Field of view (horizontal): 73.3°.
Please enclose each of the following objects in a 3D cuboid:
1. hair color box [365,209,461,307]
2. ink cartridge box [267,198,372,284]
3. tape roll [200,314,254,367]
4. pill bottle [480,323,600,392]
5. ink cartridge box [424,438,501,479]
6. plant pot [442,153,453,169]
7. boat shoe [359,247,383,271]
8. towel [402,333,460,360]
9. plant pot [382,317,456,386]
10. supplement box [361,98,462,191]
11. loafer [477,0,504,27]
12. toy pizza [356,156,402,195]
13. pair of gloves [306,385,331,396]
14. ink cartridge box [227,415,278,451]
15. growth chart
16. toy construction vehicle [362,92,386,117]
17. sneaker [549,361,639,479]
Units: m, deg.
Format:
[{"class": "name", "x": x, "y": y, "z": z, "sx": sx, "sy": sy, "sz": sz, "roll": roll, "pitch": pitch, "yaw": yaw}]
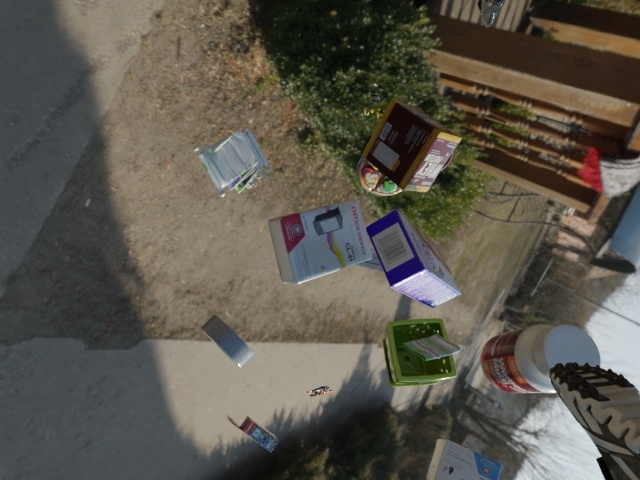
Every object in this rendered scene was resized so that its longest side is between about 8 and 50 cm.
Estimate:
[{"class": "hair color box", "x": 0.269, "y": 0.063, "z": 1.206, "sx": 0.110, "sy": 0.185, "sz": 0.338, "roll": -30, "pitch": 150, "yaw": 19}, {"class": "ink cartridge box", "x": 0.000, "y": 0.000, "z": 1.465, "sx": 0.306, "sy": 0.131, "sz": 0.226, "roll": -16, "pitch": 94, "yaw": -26}, {"class": "tape roll", "x": -0.347, "y": 0.378, "z": 1.609, "sx": 0.072, "sy": 0.219, "sz": 0.219, "roll": -44, "pitch": 148, "yaw": -20}, {"class": "pill bottle", "x": 0.407, "y": 0.226, "z": 0.818, "sx": 0.121, "sy": 0.121, "sz": 0.221, "roll": -50, "pitch": 172, "yaw": -19}, {"class": "ink cartridge box", "x": 0.477, "y": 0.874, "z": 1.508, "sx": 0.197, "sy": 0.198, "sz": 0.270, "roll": 80, "pitch": 32, "yaw": -65}, {"class": "plant pot", "x": 0.467, "y": -0.403, "z": 1.875, "sx": 0.180, "sy": 0.201, "sz": 0.202, "roll": -63, "pitch": 170, "yaw": -67}, {"class": "boat shoe", "x": 0.215, "y": 0.069, "z": 1.657, "sx": 0.095, "sy": 0.258, "sz": 0.084, "roll": 13, "pitch": 91, "yaw": -57}, {"class": "towel", "x": 0.353, "y": 0.337, "z": 1.367, "sx": 0.151, "sy": 0.113, "sz": 0.023, "roll": -4, "pitch": 103, "yaw": -30}, {"class": "plant pot", "x": 0.359, "y": 0.443, "z": 1.655, "sx": 0.207, "sy": 0.226, "sz": 0.228, "roll": 101, "pitch": -15, "yaw": -60}, {"class": "supplement box", "x": 0.264, "y": -0.276, "z": 1.272, "sx": 0.129, "sy": 0.194, "sz": 0.191, "roll": -3, "pitch": 131, "yaw": -46}, {"class": "loafer", "x": 0.432, "y": -0.602, "z": 1.098, "sx": 0.062, "sy": 0.061, "sz": 0.170, "roll": -60, "pitch": 173, "yaw": 6}, {"class": "toy pizza", "x": 0.226, "y": -0.235, "z": 1.506, "sx": 0.032, "sy": 0.201, "sz": 0.201, "roll": -78, "pitch": 172, "yaw": -48}, {"class": "pair of gloves", "x": -0.004, "y": 0.490, "z": 1.400, "sx": 0.074, "sy": 0.010, "sz": 0.083, "roll": -16, "pitch": 148, "yaw": 2}, {"class": "ink cartridge box", "x": -0.148, "y": 0.406, "z": 0.931, "sx": 0.029, "sy": 0.115, "sz": 0.063, "roll": -52, "pitch": -176, "yaw": -20}, {"class": "growth chart", "x": -0.233, "y": -0.219, "z": 1.203, "sx": 0.237, "sy": 0.021, "sz": 0.172, "roll": -44, "pitch": 118, "yaw": -47}, {"class": "toy construction vehicle", "x": 0.197, "y": -0.486, "z": 1.547, "sx": 0.035, "sy": 0.098, "sz": 0.086, "roll": -39, "pitch": 128, "yaw": -32}, {"class": "sneaker", "x": 0.312, "y": 0.209, "z": 0.444, "sx": 0.234, "sy": 0.078, "sz": 0.106, "roll": -115, "pitch": -157, "yaw": -81}]
